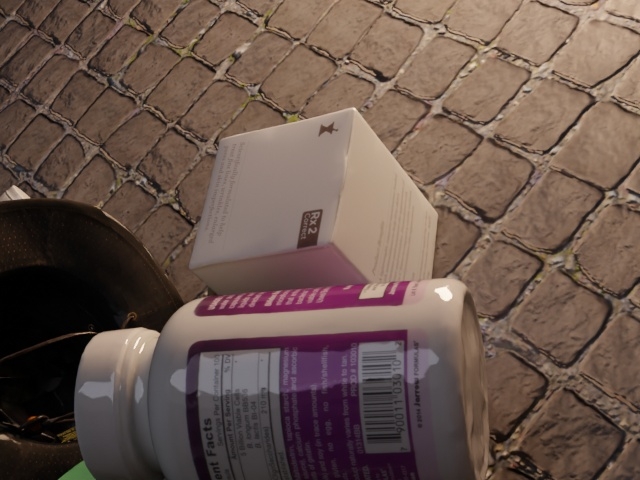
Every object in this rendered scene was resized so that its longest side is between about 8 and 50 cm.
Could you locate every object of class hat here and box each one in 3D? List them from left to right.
[{"bbox_3d":[-0.284,0.126,1.259,0.134,0.331,0.331,129,161,-61],"label":"hat"}]

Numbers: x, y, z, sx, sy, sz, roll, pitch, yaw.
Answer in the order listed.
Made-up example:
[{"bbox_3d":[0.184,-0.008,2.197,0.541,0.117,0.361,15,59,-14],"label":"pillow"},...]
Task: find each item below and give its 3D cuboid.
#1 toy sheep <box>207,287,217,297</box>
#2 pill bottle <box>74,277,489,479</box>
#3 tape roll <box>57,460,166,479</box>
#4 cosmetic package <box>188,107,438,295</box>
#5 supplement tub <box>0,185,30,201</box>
[{"bbox_3d":[-0.081,0.013,1.271,0.091,0.091,0.132,21,90,43],"label":"toy sheep"},{"bbox_3d":[-0.028,0.123,0.961,0.301,0.169,0.169,-5,54,14],"label":"pill bottle"},{"bbox_3d":[-0.097,0.261,0.997,0.321,0.077,0.321,-10,28,5],"label":"tape roll"},{"bbox_3d":[0.000,0.000,1.151,0.151,0.184,0.151,-11,52,29],"label":"cosmetic package"},{"bbox_3d":[-0.390,-0.007,1.515,0.107,0.071,0.071,-45,44,-3],"label":"supplement tub"}]
